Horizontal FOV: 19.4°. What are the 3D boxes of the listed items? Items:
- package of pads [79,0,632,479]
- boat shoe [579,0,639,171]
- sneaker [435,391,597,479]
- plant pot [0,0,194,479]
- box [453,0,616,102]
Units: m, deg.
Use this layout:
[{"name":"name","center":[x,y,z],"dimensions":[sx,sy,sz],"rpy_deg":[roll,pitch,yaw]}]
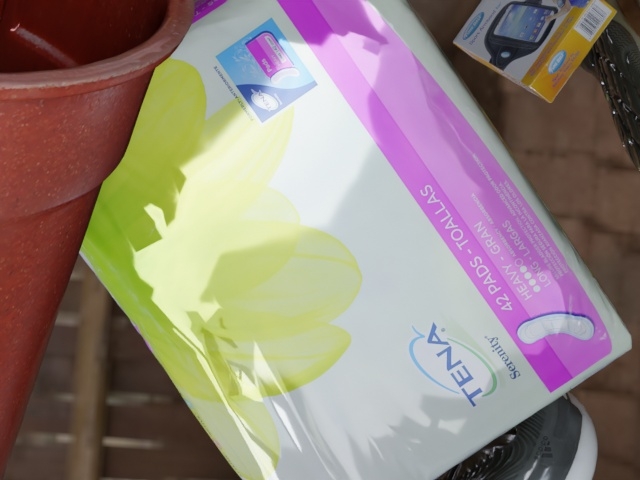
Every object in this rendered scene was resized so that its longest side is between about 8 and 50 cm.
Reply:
[{"name":"package of pads","center":[0.000,0.000,1.031],"dimensions":[0.296,0.229,0.101],"rpy_deg":[54,-172,-13]},{"name":"boat shoe","center":[0.269,-0.156,1.451],"dimensions":[0.324,0.119,0.123],"rpy_deg":[-107,0,-52]},{"name":"sneaker","center":[0.190,0.235,1.372],"dimensions":[0.169,0.257,0.447],"rpy_deg":[-63,-2,-22]},{"name":"plant pot","center":[-0.214,-0.008,0.792],"dimensions":[0.272,0.272,0.265],"rpy_deg":[-106,28,-60]},{"name":"box","center":[0.150,-0.158,1.366],"dimensions":[0.081,0.028,0.136],"rpy_deg":[-55,34,4]}]
